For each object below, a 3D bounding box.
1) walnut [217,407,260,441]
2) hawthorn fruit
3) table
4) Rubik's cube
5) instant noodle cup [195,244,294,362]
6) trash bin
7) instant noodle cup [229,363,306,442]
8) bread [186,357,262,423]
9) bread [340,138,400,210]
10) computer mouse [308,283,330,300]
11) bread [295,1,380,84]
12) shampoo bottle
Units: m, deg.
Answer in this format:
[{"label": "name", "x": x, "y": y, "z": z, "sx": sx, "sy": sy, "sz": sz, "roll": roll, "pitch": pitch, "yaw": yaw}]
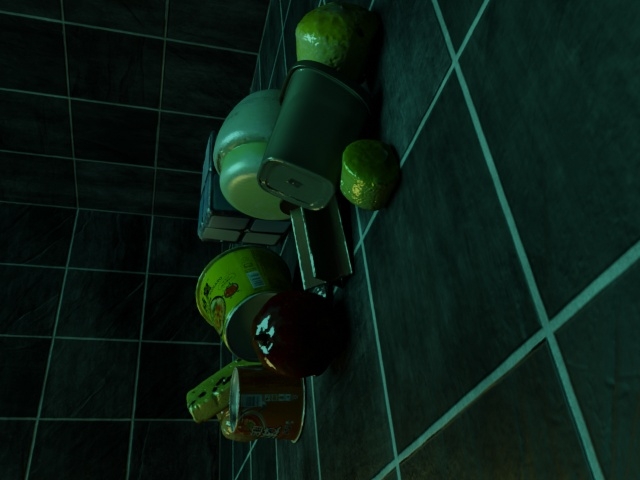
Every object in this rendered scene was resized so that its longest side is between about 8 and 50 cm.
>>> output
[{"label": "walnut", "x": -0.239, "y": 0.576, "z": 2.052, "sx": 0.213, "sy": 0.213, "sz": 0.213, "roll": -175, "pitch": 90, "yaw": -75}, {"label": "hawthorn fruit", "x": -0.071, "y": 0.224, "z": 1.460, "sx": 0.215, "sy": 0.250, "sz": 0.215, "roll": 0, "pitch": 90, "yaw": 48}, {"label": "table", "x": 0.000, "y": 0.000, "z": 1.483, "sx": 0.167, "sy": 0.167, "sz": 0.226, "roll": 123, "pitch": 139, "yaw": -61}, {"label": "Rubik's cube", "x": -0.262, "y": -0.177, "z": 2.167, "sx": 0.313, "sy": 0.317, "sz": 0.318, "roll": 133, "pitch": 138, "yaw": -67}, {"label": "instant noodle cup", "x": -0.204, "y": 0.208, "z": 1.892, "sx": 0.254, "sy": 0.326, "sz": 0.325, "roll": -133, "pitch": 49, "yaw": -58}, {"label": "trash bin", "x": -0.020, "y": -0.224, "z": 1.364, "sx": 0.220, "sy": 0.219, "sz": 0.250, "roll": 122, "pitch": 169, "yaw": -65}, {"label": "instant noodle cup", "x": -0.165, "y": 0.477, "z": 1.823, "sx": 0.250, "sy": 0.192, "sz": 0.250, "roll": -175, "pitch": 90, "yaw": -74}, {"label": "bread", "x": -0.274, "y": 0.455, "z": 1.986, "sx": 0.077, "sy": 0.361, "sz": 0.138, "roll": 60, "pitch": 174, "yaw": -21}, {"label": "bread", "x": 0.095, "y": -0.135, "z": 1.242, "sx": 0.114, "sy": 0.111, "sz": 0.129, "roll": 99, "pitch": 171, "yaw": -47}, {"label": "computer mouse", "x": -0.019, "y": 0.191, "z": 1.627, "sx": 0.105, "sy": 0.062, "sz": 0.192, "roll": -111, "pitch": 28, "yaw": -58}, {"label": "bread", "x": 0.037, "y": -0.462, "z": 1.423, "sx": 0.197, "sy": 0.197, "sz": 0.170, "roll": -104, "pitch": 13, "yaw": -51}, {"label": "shampoo bottle", "x": -0.130, "y": -0.242, "z": 1.683, "sx": 0.322, "sy": 0.323, "sz": 0.317, "roll": 119, "pitch": 158, "yaw": -57}]
